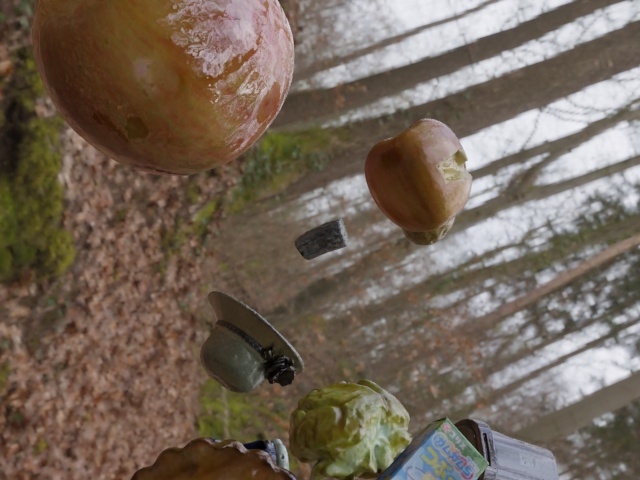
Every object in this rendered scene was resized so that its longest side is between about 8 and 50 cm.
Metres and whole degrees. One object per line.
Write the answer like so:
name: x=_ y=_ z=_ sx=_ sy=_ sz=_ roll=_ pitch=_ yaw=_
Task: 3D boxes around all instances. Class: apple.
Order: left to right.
apple: x=-0.252 y=-0.304 z=1.500 sx=0.346 sy=0.391 sz=0.391 roll=47 pitch=9 yaw=-51
apple: x=0.175 y=-0.109 z=1.673 sx=0.199 sy=0.199 sz=0.199 roll=161 pitch=-90 yaw=-75

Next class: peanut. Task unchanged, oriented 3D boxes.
peanut: x=0.226 y=-0.061 z=2.068 sx=0.159 sy=0.109 sz=0.141 roll=169 pitch=-93 yaw=-76

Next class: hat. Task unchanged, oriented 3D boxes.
hat: x=-0.167 y=0.233 z=1.940 sx=0.257 sy=0.130 sz=0.257 roll=35 pitch=-20 yaw=14

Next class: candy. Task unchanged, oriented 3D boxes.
candy: x=0.139 y=0.351 z=1.361 sx=0.097 sy=0.194 sz=0.062 roll=47 pitch=-28 yaw=3

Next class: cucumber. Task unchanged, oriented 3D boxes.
cucumber: x=0.002 y=0.000 z=2.009 sx=0.064 sy=0.112 sz=0.064 roll=-21 pitch=90 yaw=-76

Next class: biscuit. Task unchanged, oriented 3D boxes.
biscuit: x=-0.164 y=0.473 z=1.521 sx=0.107 sy=0.325 sz=0.326 roll=68 pitch=0 yaw=-80

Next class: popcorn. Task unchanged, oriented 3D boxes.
popcorn: x=0.050 y=0.340 z=1.711 sx=0.204 sy=0.221 sz=0.184 roll=-14 pitch=-105 yaw=58

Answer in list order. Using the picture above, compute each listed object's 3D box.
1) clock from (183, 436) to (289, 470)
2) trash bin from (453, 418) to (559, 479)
clock: x=-0.197 y=0.500 z=2.092 sx=0.199 sy=0.243 sz=0.147 roll=-136 pitch=-134 yaw=-73
trash bin: x=0.418 y=0.573 z=2.302 sx=0.220 sy=0.250 sz=0.219 roll=-88 pitch=-157 yaw=-43
